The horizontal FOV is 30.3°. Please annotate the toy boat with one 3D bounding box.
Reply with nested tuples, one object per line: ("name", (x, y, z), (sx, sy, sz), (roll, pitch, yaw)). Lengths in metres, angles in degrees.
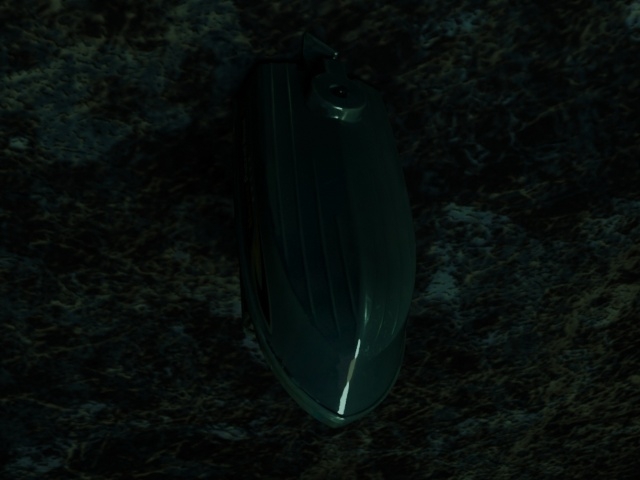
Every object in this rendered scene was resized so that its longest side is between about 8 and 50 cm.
("toy boat", (-0.001, 0.001, 0.786), (0.114, 0.296, 0.122), (11, 135, -17))
